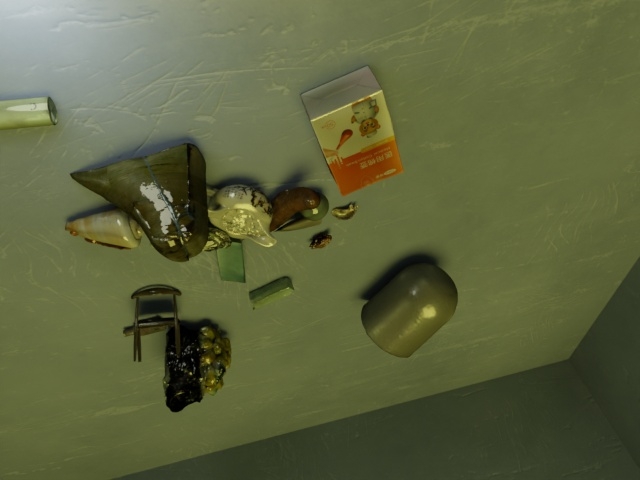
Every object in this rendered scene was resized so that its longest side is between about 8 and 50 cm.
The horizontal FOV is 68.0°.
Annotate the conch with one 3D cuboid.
[{"bbox_3d":[-0.673,-0.050,1.516,0.256,0.127,0.158,12,166,-1],"label":"conch"}]

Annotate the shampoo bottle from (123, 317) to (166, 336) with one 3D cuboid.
[{"bbox_3d":[-0.741,0.370,1.995,0.165,0.040,0.079,-14,140,-4],"label":"shampoo bottle"}]

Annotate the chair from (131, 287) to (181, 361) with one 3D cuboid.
[{"bbox_3d":[-0.641,0.332,1.869,0.188,0.271,0.166,-2,166,-16],"label":"chair"}]

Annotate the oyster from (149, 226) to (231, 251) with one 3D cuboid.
[{"bbox_3d":[-0.433,-0.011,1.610,0.252,0.086,0.199,16,155,-19],"label":"oyster"}]

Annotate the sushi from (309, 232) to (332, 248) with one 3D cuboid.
[{"bbox_3d":[0.000,0.000,1.834,0.099,0.050,0.047,-38,141,13],"label":"sushi"}]

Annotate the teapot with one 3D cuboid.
[{"bbox_3d":[-0.279,-0.089,1.557,0.300,0.165,0.208,18,145,-36],"label":"teapot"}]

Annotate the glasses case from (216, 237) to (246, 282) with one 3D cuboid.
[{"bbox_3d":[-0.332,0.062,1.776,0.105,0.056,0.266,8,142,1],"label":"glasses case"}]

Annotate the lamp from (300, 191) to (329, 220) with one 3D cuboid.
[{"bbox_3d":[-0.023,-0.120,1.653,0.105,0.105,0.105,-10,139,-9],"label":"lamp"}]

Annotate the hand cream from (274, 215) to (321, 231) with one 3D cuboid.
[{"bbox_3d":[-0.074,-0.062,1.709,0.186,0.054,0.087,-20,-176,-22],"label":"hand cream"}]

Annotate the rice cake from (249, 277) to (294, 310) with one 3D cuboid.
[{"bbox_3d":[-0.210,0.221,1.998,0.207,0.069,0.063,-23,141,10],"label":"rice cake"}]

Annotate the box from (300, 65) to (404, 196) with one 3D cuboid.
[{"bbox_3d":[0.105,-0.318,1.451,0.225,0.143,0.341,-22,141,5],"label":"box"}]

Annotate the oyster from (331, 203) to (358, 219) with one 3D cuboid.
[{"bbox_3d":[0.091,-0.113,1.766,0.084,0.038,0.080,24,118,-6],"label":"oyster"}]

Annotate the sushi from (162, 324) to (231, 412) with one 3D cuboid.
[{"bbox_3d":[-0.530,0.555,2.068,0.286,0.328,0.327,1,132,-13],"label":"sushi"}]

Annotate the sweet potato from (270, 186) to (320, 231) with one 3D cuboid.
[{"bbox_3d":[-0.113,-0.117,1.607,0.092,0.113,0.342,11,159,-34],"label":"sweet potato"}]

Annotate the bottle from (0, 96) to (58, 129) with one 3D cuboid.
[{"bbox_3d":[-0.781,-0.316,1.193,0.202,0.072,0.072,-9,139,-11],"label":"bottle"}]

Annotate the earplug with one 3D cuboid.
[{"bbox_3d":[0.417,0.290,2.105,0.313,0.312,0.394,17,128,-33],"label":"earplug"}]

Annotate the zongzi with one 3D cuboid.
[{"bbox_3d":[-0.510,-0.087,1.334,0.394,0.355,0.174,-10,148,-6],"label":"zongzi"}]
